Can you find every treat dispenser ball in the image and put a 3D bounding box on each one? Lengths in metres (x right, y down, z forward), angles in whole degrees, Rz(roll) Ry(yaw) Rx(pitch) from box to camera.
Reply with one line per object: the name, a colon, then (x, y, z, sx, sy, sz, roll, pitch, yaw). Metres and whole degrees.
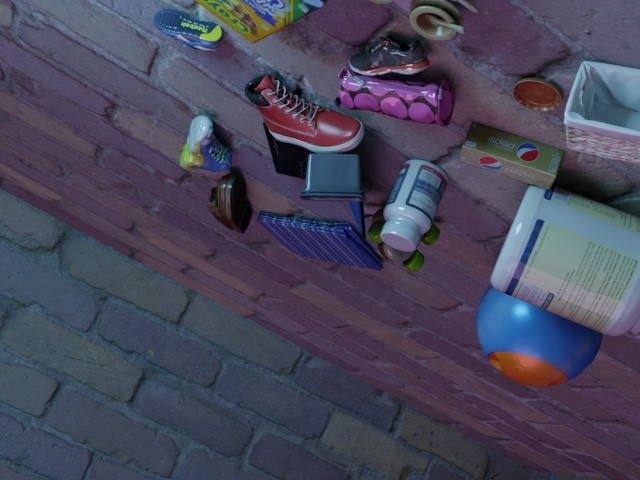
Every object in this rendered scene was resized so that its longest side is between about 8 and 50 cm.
treat dispenser ball: (0.513, 0.198, 1.891, 0.288, 0.288, 0.288, 21, 159, 8)

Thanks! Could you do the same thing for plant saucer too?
plant saucer: (0.365, -0.246, 1.352, 0.083, 0.013, 0.083, 21, 160, 8)

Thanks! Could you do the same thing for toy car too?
toy car: (0.164, -0.026, 1.955, 0.155, 0.149, 0.188, 38, 167, -28)

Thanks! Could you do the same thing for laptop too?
laptop: (-0.010, -0.136, 1.850, 0.264, 0.136, 0.234, 13, 157, 10)

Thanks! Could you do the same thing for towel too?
towel: (0.000, 0.000, 2.336, 0.336, 0.040, 0.243, 10, 157, 37)

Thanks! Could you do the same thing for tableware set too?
tableware set: (0.125, -0.351, 1.196, 0.194, 0.039, 0.128, 28, 161, -15)

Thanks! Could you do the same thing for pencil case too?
pencil case: (0.136, -0.264, 1.452, 0.209, 0.095, 0.098, 13, 157, 21)

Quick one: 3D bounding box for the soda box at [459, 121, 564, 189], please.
soda box: (0.358, -0.158, 1.513, 0.181, 0.058, 0.061, 20, 159, 11)

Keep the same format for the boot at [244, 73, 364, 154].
boot: (-0.038, -0.266, 1.646, 0.244, 0.088, 0.176, 14, 156, 33)

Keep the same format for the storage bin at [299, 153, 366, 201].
storage bin: (0.029, -0.130, 1.670, 0.135, 0.091, 0.098, 2, 175, 4)

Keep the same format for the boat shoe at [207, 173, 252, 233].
boat shoe: (-0.268, -0.102, 2.252, 0.104, 0.111, 0.307, 20, 159, 8)

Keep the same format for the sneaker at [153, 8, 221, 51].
sneaker: (-0.261, -0.408, 1.581, 0.144, 0.053, 0.059, 22, 162, 7)

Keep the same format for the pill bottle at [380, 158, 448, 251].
pill bottle: (0.195, -0.073, 1.724, 0.108, 0.180, 0.108, 21, 159, 8)

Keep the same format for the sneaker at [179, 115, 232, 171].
sneaker: (-0.269, -0.236, 1.997, 0.126, 0.091, 0.240, 10, 163, -18)

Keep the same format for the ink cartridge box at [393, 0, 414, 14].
ink cartridge box: (0.109, -0.427, 1.140, 0.208, 0.045, 0.206, 31, 160, -18)

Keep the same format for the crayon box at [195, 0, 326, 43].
crayon box: (-0.126, -0.426, 1.284, 0.203, 0.083, 0.323, 33, 167, -23)

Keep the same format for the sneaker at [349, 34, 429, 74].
sneaker: (0.116, -0.326, 1.393, 0.158, 0.061, 0.065, 7, 127, 36)

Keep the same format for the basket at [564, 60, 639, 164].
basket: (0.469, -0.191, 1.240, 0.167, 0.113, 0.103, 16, 162, 19)

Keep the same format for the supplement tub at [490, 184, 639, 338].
supplement tub: (0.520, 0.044, 1.562, 0.325, 0.235, 0.235, 23, 160, 12)
